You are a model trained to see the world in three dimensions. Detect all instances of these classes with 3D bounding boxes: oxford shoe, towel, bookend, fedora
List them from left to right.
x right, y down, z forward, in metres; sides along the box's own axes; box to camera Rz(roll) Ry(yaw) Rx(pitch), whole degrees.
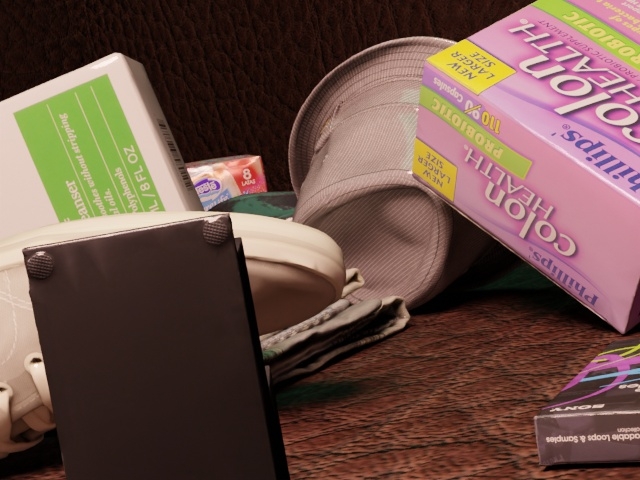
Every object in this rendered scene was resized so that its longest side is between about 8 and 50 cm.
[{"bbox_3d":[-0.201,0.079,0.805,0.449,0.130,0.169,-11,-26,3],"label":"oxford shoe"},{"bbox_3d":[-0.129,0.084,1.028,0.324,0.056,0.312,-6,7,33],"label":"towel"},{"bbox_3d":[-0.054,0.066,0.515,0.072,0.157,0.156,-10,6,-1],"label":"bookend"},{"bbox_3d":[0.069,-0.031,1.125,0.275,0.244,0.124,-36,14,46],"label":"fedora"}]

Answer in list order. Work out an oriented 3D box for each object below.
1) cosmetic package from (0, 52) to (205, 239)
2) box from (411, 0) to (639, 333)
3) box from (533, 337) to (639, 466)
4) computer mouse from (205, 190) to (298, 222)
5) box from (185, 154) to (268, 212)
[{"bbox_3d":[-0.293,-0.003,1.127,0.366,0.197,0.155,-24,4,1],"label":"cosmetic package"},{"bbox_3d":[0.230,-0.085,0.959,0.243,0.117,0.213,-31,54,-28],"label":"box"},{"bbox_3d":[0.186,0.076,0.655,0.116,0.029,0.162,-7,7,26],"label":"box"},{"bbox_3d":[0.000,0.000,1.299,0.272,0.188,0.072,-13,38,6],"label":"computer mouse"},{"bbox_3d":[-0.152,-0.047,1.953,0.142,0.154,0.300,-11,4,-5],"label":"box"}]
